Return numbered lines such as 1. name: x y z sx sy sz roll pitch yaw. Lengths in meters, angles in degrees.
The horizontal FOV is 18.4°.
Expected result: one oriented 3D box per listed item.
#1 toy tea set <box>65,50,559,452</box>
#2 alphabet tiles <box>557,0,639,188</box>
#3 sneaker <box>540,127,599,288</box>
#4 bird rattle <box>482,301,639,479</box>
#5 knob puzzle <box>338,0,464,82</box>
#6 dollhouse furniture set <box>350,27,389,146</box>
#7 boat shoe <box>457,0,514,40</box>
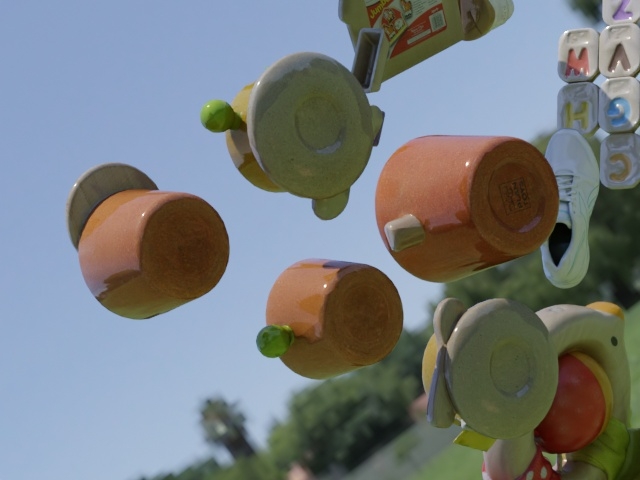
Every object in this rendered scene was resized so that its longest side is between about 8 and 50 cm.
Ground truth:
1. toy tea set: 0.000 0.000 1.193 0.336 0.200 0.124 20 -16 -31
2. alphabet tiles: 0.422 -0.204 2.426 0.284 0.278 0.021 -3 -11 31
3. sneaker: 0.232 -0.034 1.856 0.053 0.152 0.061 -1 -10 16
4. bird rattle: 0.172 0.153 1.503 0.253 0.207 0.143 -14 14 -37
5. knob puzzle: 0.082 -0.296 2.292 0.213 0.213 0.030 -32 27 -36
6. dollhouse furniture set: 0.009 -0.157 1.909 0.091 0.114 0.081 7 -8 45
7. boat shoe: 0.135 -0.364 2.484 0.096 0.277 0.098 -25 -19 -49
